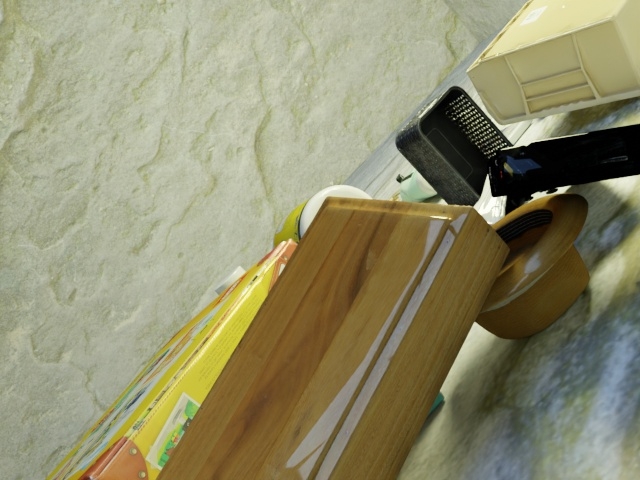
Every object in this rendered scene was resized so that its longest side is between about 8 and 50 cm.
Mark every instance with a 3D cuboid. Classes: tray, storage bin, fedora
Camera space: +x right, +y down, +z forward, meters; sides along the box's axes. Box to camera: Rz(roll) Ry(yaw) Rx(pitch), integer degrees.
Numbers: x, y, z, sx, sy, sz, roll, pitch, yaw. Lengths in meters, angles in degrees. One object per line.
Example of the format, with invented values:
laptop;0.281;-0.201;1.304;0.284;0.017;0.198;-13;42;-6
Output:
tray;-0.016;0.148;0.567;0.202;0.076;0.411;9;63;52
storage bin;0.230;-0.149;1.067;0.122;0.180;0.084;-47;9;-22
storage bin;0.411;-0.323;1.021;0.260;0.123;0.262;-5;37;52
fedora;0.193;0.038;0.624;0.194;0.079;0.194;-44;7;7

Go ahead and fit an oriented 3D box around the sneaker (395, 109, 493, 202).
sneaker;0.267;-0.183;1.407;0.256;0.094;0.151;-46;4;-21

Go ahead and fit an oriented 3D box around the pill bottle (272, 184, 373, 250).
pill bottle;0.000;0.000;1.457;0.188;0.188;0.334;-47;7;-20

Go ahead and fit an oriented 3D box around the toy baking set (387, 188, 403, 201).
toy baking set;0.176;-0.072;1.547;0.256;0.030;0.196;-46;11;-15

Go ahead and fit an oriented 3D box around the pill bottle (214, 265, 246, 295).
pill bottle;-0.151;0.149;1.469;0.108;0.180;0.108;-43;8;7

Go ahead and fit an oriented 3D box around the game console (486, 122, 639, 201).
game console;0.278;-0.074;0.657;0.213;0.044;0.361;-9;0;10

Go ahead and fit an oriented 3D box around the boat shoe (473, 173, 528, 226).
boat shoe;0.261;-0.060;0.891;0.063;0.066;0.184;-10;22;39

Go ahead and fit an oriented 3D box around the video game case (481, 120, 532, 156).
video game case;0.333;-0.172;1.269;0.157;0.019;0.143;-48;8;-22

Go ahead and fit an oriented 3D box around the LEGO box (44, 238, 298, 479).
LEGO box;-0.186;0.271;0.926;0.372;0.193;0.500;-39;9;36

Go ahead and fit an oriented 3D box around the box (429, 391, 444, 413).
box;0.048;0.143;0.743;0.060;0.100;0.244;-46;7;-7
